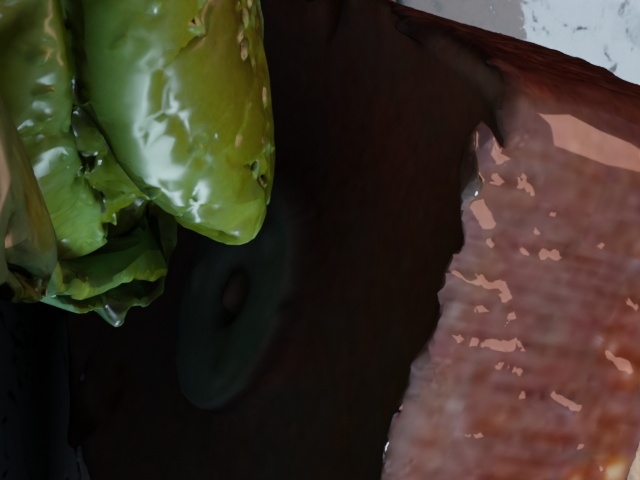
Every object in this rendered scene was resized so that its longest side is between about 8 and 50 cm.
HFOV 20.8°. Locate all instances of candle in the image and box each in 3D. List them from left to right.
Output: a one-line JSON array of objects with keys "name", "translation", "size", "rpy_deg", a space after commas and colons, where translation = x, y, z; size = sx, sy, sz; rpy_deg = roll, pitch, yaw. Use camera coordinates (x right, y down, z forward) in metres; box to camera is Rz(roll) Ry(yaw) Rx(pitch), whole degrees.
[{"name": "candle", "translation": [0.018, 0.028, 0.595], "size": [0.287, 0.131, 0.317], "rpy_deg": [-48, -139, 45]}]

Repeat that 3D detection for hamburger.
[{"name": "hamburger", "translation": [-0.073, -0.070, 0.471], "size": [0.235, 0.125, 0.214], "rpy_deg": [-113, -178, -64]}]

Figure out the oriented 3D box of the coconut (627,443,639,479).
[{"name": "coconut", "translation": [0.100, 0.168, 1.056], "size": [0.297, 0.297, 0.254], "rpy_deg": [77, -1, -48]}]
